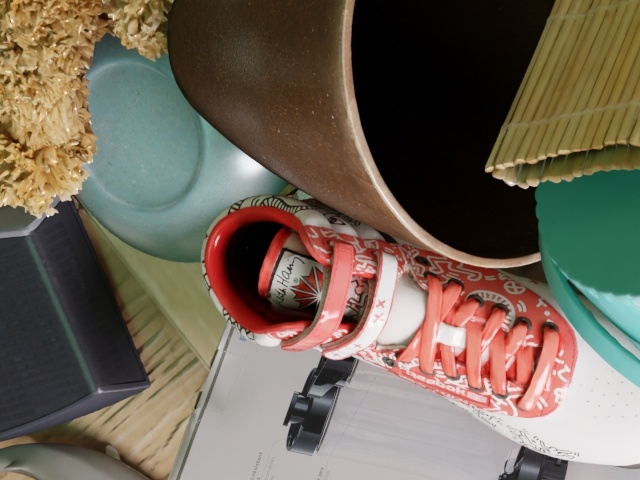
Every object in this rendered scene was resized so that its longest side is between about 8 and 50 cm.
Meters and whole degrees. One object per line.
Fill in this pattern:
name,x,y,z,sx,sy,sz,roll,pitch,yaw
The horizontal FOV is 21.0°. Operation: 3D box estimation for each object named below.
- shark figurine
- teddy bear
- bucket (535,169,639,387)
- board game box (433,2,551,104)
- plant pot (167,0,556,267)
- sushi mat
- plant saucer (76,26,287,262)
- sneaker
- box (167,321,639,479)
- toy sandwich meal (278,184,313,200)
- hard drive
shark figurine,-0.173,0.199,1.221,0.278,0.116,0.166,26,117,17
teddy bear,-0.174,-0.177,1.059,0.338,0.113,0.245,-47,58,38
bucket,0.243,-0.022,0.779,0.281,0.281,0.183,-32,120,34
board game box,0.159,-0.041,0.986,0.092,0.043,0.181,-41,86,33
plant pot,0.024,-0.106,0.916,0.230,0.215,0.215,10,115,51
sushi mat,0.189,-0.159,0.787,0.151,0.317,0.019,-4,141,43
plant saucer,-0.111,-0.072,1.130,0.195,0.037,0.195,10,113,25
sneaker,0.059,0.050,0.910,0.270,0.145,0.090,28,104,33
box,0.069,0.123,1.019,0.289,0.087,0.169,9,69,25
toy sandwich meal,0.000,0.000,1.098,0.085,0.029,0.086,10,113,26
hard drive,-0.257,0.070,1.253,0.254,0.054,0.172,-17,99,33
